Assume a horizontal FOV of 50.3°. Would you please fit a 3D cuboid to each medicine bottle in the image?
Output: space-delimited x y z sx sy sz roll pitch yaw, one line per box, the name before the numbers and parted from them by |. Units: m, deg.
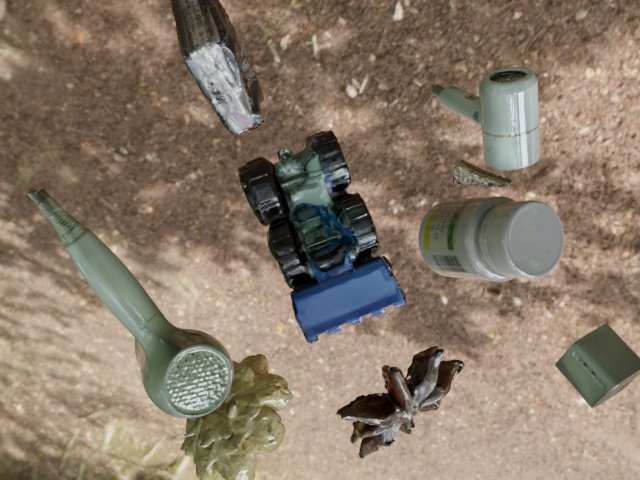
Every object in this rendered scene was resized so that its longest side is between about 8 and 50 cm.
medicine bottle | 0.413 -0.005 1.673 0.208 0.208 0.339 46 163 -17

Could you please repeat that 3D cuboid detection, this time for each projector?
projector | 0.408 0.183 0.995 0.082 0.083 0.083 53 149 28

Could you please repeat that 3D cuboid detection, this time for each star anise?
star anise | 0.143 0.297 1.250 0.088 0.288 0.288 45 155 34

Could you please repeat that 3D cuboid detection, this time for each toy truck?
toy truck | 0.000 0.000 0.729 0.126 0.113 0.208 74 174 -73

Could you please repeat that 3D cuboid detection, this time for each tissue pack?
tissue pack | -0.226 -0.416 1.526 0.123 0.332 0.245 -26 136 7

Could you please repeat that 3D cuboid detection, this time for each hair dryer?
hair dryer | -0.186 0.050 0.625 0.237 0.075 0.206 55 160 -16
hair dryer | 0.309 -0.281 1.389 0.357 0.107 0.173 -134 28 -56

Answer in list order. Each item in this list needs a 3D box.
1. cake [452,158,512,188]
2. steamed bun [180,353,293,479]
cake | 0.368 -0.139 1.567 0.140 0.051 0.055 25 123 20
steamed bun | -0.209 0.391 1.483 0.295 0.292 0.137 -25 143 29
